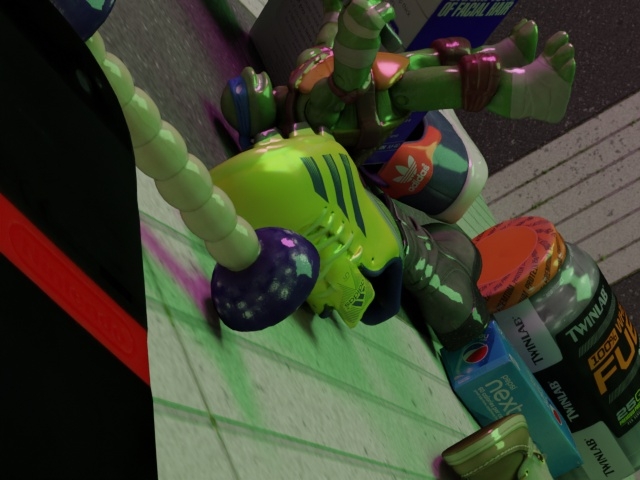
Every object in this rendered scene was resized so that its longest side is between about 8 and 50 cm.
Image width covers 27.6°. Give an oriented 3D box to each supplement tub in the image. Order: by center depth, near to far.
[{"bbox_3d":[0.291,0.136,1.608,0.316,0.193,0.193,54,12,-25],"label":"supplement tub"}]

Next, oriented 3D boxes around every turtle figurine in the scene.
[{"bbox_3d":[0.056,-0.178,1.037,0.198,0.266,0.275,129,-40,-71],"label":"turtle figurine"}]

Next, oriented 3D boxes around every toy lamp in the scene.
[{"bbox_3d":[-0.094,-0.060,0.682,0.275,0.080,0.080,51,14,-37],"label":"toy lamp"}]

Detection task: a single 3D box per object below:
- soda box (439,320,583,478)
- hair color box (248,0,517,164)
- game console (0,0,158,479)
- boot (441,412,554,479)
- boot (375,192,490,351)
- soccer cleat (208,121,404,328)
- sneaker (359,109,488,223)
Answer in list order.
[{"bbox_3d":[0.214,0.186,1.450,0.210,0.071,0.067,52,14,-37],"label":"soda box"},{"bbox_3d":[0.072,-0.243,1.254,0.110,0.339,0.185,-8,62,-35],"label":"hair color box"},{"bbox_3d":[-0.176,-0.054,0.392,0.386,0.060,0.342,50,20,-41],"label":"game console"},{"bbox_3d":[0.181,0.243,1.147,0.165,0.077,0.213,66,9,19],"label":"boot"},{"bbox_3d":[0.107,0.002,1.443,0.161,0.083,0.246,49,13,-23],"label":"boot"},{"bbox_3d":[0.001,0.000,0.926,0.121,0.093,0.289,70,14,16],"label":"soccer cleat"},{"bbox_3d":[0.082,-0.156,1.636,0.148,0.131,0.350,23,18,-29],"label":"sneaker"}]
